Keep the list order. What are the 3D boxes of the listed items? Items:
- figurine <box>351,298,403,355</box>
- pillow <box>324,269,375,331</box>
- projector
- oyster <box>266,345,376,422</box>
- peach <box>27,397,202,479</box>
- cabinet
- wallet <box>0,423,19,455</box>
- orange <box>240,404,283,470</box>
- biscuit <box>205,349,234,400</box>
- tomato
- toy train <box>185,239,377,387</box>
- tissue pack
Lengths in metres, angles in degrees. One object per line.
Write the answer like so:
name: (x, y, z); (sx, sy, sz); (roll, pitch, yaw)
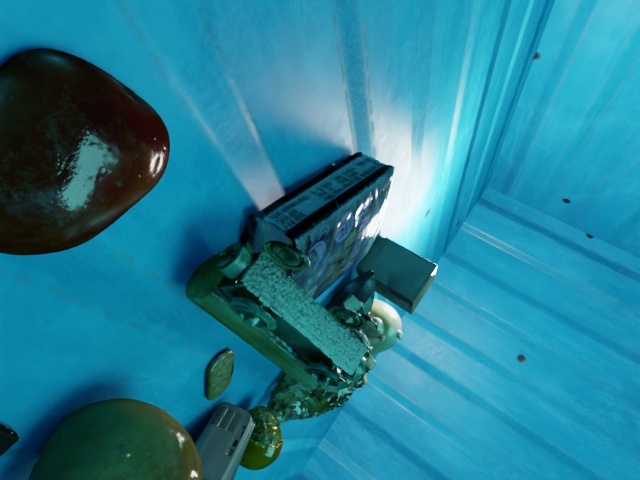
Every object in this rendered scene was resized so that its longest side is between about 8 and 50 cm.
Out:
figurine: (0.116, 0.374, 1.506); (0.394, 0.227, 0.274); (-25, 115, -41)
pillow: (0.075, 0.215, 1.330); (0.250, 0.106, 0.186); (-42, 154, -28)
projector: (-0.246, 0.510, 0.953); (0.198, 0.108, 0.250); (-58, 169, -65)
oyster: (0.003, 0.422, 1.285); (0.351, 0.115, 0.237); (-23, 117, -13)
peach: (-0.255, 0.328, 0.571); (0.232, 0.233, 0.232); (-47, 156, -28)
cabinet: (0.246, 0.108, 1.424); (0.150, 0.206, 0.145); (-53, 158, -15)
wallet: (-0.394, 0.250, 0.441); (0.156, 0.018, 0.082); (-46, 155, -29)
orange: (-0.168, 0.497, 1.112); (0.134, 0.156, 0.156); (12, 111, -36)
biscuit: (-0.206, 0.278, 0.903); (0.071, 0.018, 0.147); (-35, 150, -42)
tomato: (-0.200, -0.054, 0.372); (0.174, 0.082, 0.166); (-60, 160, -2)
toy train: (-0.053, 0.111, 0.664); (0.307, 0.190, 0.126); (46, 61, -30)
tissue pack: (0.000, 0.000, 0.856); (0.361, 0.122, 0.259); (-40, 154, -45)
